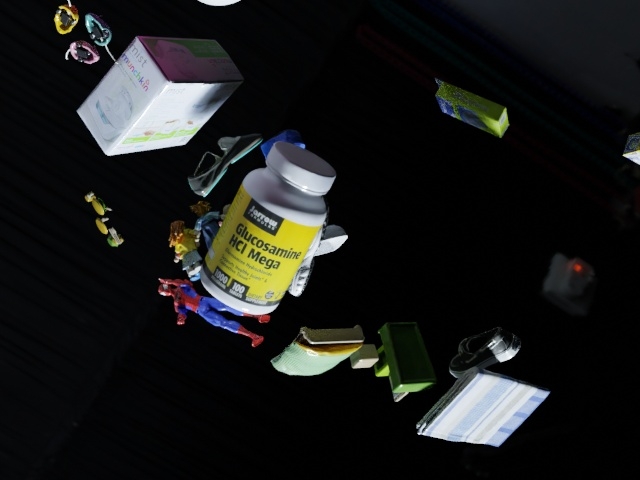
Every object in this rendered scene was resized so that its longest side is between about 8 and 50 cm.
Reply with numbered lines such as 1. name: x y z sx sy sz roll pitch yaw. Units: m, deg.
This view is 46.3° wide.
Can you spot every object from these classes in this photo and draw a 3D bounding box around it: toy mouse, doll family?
1. toy mouse: -0.436 -0.385 1.420 0.161 0.143 0.031 -52 -175 47
2. doll family: -0.318 -0.014 2.021 0.263 0.163 0.118 -30 163 18

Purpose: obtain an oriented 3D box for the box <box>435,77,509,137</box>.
1. box: 0.337 -0.301 1.699 0.042 0.178 0.109 -61 159 -2

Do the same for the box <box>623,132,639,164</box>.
1. box: 0.768 -0.220 1.682 0.169 0.059 0.054 -16 -129 68

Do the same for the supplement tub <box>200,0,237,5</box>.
1. supplement tub: -0.269 -0.763 1.844 0.228 0.228 0.316 -59 164 -21

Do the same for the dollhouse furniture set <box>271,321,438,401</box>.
1. dollhouse furniture set: 0.070 0.294 1.669 0.197 0.302 0.151 126 -41 -50

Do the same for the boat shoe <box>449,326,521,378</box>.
1. boat shoe: 0.349 0.243 1.668 0.219 0.070 0.077 -42 -164 50

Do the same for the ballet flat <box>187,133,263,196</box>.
1. ballet flat: -0.309 -0.261 2.363 0.280 0.096 0.095 -45 -166 -4

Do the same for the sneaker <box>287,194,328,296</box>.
1. sneaker: -0.050 0.002 1.864 0.100 0.108 0.271 -57 168 -81

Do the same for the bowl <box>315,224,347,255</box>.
1. bowl: 0.000 0.000 2.284 0.142 0.053 0.142 -13 162 -23

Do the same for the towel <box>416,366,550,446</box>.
1. towel: 0.370 0.379 1.688 0.209 0.285 0.034 -53 -140 21

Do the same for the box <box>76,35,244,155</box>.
1. box: -0.329 -0.304 1.574 0.231 0.126 0.262 -41 171 30

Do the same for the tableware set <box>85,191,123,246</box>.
1. tableware set: -0.548 -0.055 1.902 0.024 0.154 0.104 -35 -168 -31

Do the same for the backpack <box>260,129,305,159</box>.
1. backpack: -0.109 -0.295 2.404 0.120 0.101 0.098 -32 169 24

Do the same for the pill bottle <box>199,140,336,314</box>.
1. pill bottle: -0.105 -0.028 1.556 0.333 0.188 0.188 -62 -177 20

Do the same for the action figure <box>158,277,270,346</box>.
1. action figure: -0.271 0.156 1.706 0.139 0.280 0.091 3 106 -68
